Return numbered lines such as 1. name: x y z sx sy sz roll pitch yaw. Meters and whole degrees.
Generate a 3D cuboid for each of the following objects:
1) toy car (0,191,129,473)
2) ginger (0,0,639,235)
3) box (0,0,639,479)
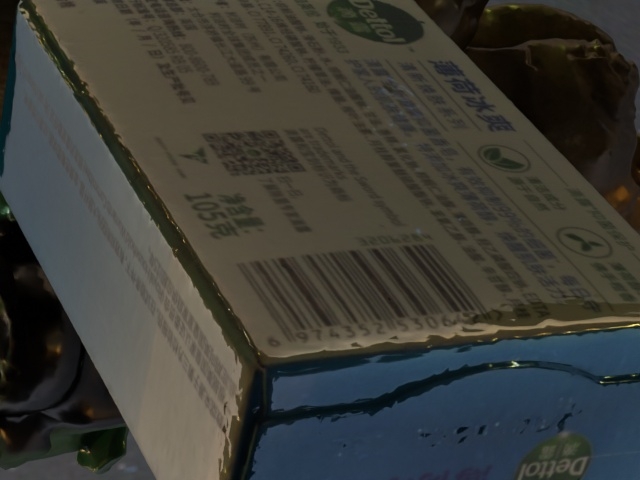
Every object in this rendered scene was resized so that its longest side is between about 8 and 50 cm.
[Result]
1. toy car: -0.122 -0.019 0.984 0.176 0.213 0.358 13 -76 46
2. ginger: -0.021 -0.055 0.731 0.236 0.376 0.166 -36 -126 40
3. box: 0.000 -0.001 0.525 0.194 0.139 0.073 53 -42 47
